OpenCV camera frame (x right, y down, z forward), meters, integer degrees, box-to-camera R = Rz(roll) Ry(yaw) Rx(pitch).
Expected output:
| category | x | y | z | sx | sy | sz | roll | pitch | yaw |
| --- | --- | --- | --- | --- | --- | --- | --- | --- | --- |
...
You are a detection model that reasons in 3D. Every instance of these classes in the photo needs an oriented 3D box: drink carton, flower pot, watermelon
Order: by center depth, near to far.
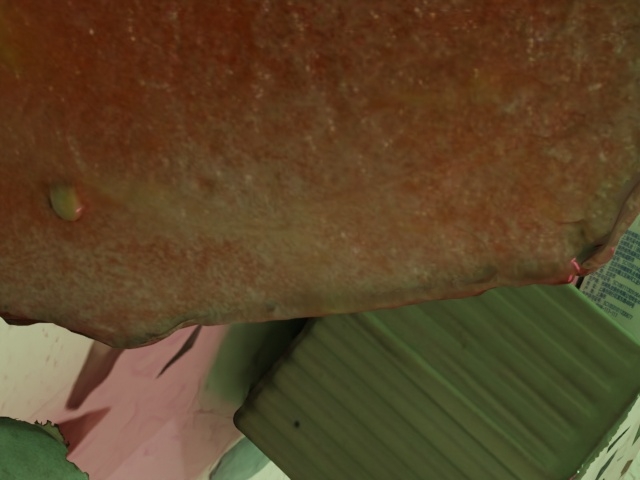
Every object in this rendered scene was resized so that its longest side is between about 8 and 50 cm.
| category | x | y | z | sx | sy | sz | roll | pitch | yaw |
| --- | --- | --- | --- | --- | --- | --- | --- | --- | --- |
| watermelon | -0.052 | -0.099 | 0.374 | 0.222 | 0.319 | 0.292 | -14 | 112 | -13 |
| flower pot | 0.083 | 0.102 | 0.824 | 0.239 | 0.189 | 0.209 | -42 | 168 | -30 |
| drink carton | 0.376 | 0.061 | 1.498 | 0.130 | 0.106 | 0.315 | -31 | 146 | -52 |

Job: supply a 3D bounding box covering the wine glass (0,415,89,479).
| category | x | y | z | sx | sy | sz | roll | pitch | yaw |
| --- | --- | --- | --- | --- | --- | --- | --- | --- | --- |
| wine glass | -0.196 | 0.145 | 0.464 | 0.241 | 0.126 | 0.126 | -19 | 136 | -53 |
